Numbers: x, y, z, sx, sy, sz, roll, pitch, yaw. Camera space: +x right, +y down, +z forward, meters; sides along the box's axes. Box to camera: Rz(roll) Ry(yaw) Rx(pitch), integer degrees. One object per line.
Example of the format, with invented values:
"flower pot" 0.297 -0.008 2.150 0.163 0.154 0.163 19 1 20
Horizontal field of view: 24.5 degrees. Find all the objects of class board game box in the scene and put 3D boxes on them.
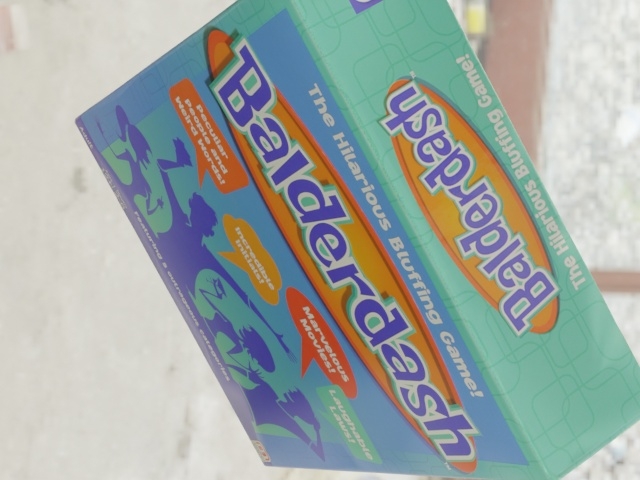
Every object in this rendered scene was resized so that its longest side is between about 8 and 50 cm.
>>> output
"board game box" 0.000 0.000 0.493 0.047 0.210 0.160 -31 96 -25
